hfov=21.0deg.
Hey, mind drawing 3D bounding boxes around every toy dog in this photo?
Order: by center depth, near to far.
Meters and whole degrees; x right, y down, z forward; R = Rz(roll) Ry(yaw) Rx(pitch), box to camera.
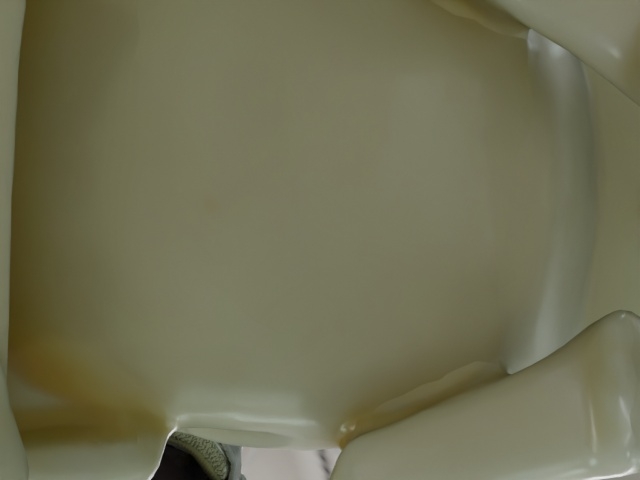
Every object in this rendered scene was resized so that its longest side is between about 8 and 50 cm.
[{"bbox_3d":[0.000,0.000,0.695,0.407,0.395,0.285,4,-102,-29],"label":"toy dog"}]

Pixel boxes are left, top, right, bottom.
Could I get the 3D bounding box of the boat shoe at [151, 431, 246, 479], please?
[{"bbox_3d":[-0.080,0.132,0.803,0.118,0.103,0.320,30,-138,-24],"label":"boat shoe"}]
